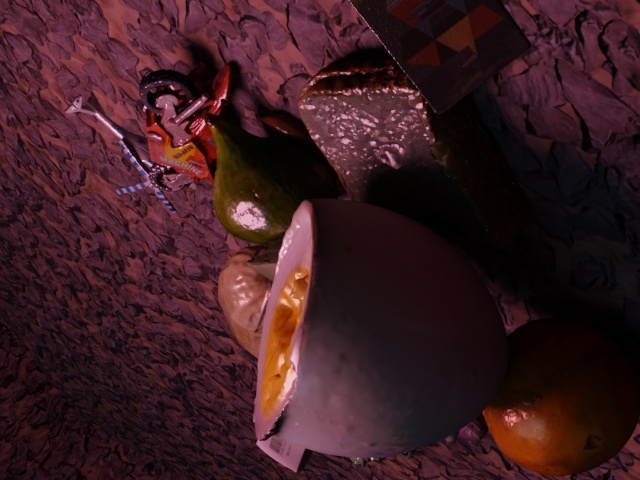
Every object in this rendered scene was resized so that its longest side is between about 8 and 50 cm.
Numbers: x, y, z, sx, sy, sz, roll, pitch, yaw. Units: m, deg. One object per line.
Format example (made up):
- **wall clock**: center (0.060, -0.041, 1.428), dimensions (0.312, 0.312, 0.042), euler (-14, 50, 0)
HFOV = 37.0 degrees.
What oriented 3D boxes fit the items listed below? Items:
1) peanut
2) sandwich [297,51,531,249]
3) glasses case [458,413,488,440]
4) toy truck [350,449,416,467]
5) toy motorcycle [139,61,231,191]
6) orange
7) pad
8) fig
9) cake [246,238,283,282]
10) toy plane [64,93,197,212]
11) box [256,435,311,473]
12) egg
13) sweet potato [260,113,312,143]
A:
- **peanut**: center (-0.110, 0.137, 1.935), dimensions (0.174, 0.158, 0.340), euler (2, 148, 4)
- **sandwich**: center (0.118, -0.126, 1.356), dimensions (0.271, 0.099, 0.301), euler (0, 134, 45)
- **glasses case**: center (0.213, 0.290, 1.763), dimensions (0.123, 0.076, 0.316), euler (41, 175, -13)
- **toy truck**: center (0.139, 0.383, 2.021), dimensions (0.135, 0.128, 0.259), euler (57, 149, -4)
- **toy motorcycle**: center (-0.222, -0.185, 1.630), dimensions (0.171, 0.089, 0.298), euler (1, 145, -5)
- **orange**: center (0.357, 0.234, 1.440), dimensions (0.240, 0.240, 0.240), euler (29, 149, 19)
- **pad**: center (0.134, -0.270, 1.141), dimensions (0.143, 0.003, 0.211), euler (-36, 108, 18)
- **fig**: center (-0.094, -0.117, 1.552), dimensions (0.203, 0.203, 0.235), euler (-21, 96, 58)
- **cake**: center (-0.004, -0.001, 1.623), dimensions (0.283, 0.158, 0.172), euler (24, 147, 31)
- **toy plane**: center (-0.345, -0.173, 1.783), dimensions (0.273, 0.107, 0.182), euler (30, 137, -6)
- **box**: center (0.008, 0.273, 1.826), dimensions (0.106, 0.299, 0.200), euler (33, 150, 10)
- **egg**: center (0.103, 0.136, 1.346), dimensions (0.339, 0.355, 0.354), euler (12, 153, -11)
- **sweet potato**: center (-0.052, -0.181, 1.542), dimensions (0.095, 0.034, 0.034), euler (27, 149, 7)
